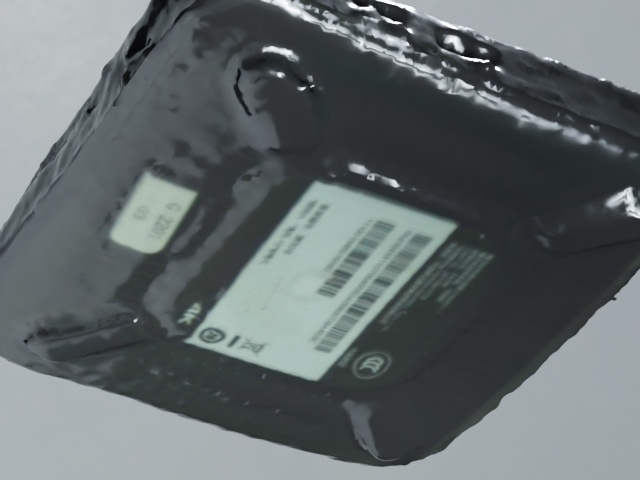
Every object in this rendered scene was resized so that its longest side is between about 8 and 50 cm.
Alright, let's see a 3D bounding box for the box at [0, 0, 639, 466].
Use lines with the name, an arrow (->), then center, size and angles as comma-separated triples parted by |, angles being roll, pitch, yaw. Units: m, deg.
box -> 0.000, 0.000, 1.157 | 0.350, 0.359, 0.091 | 17, 44, -27
